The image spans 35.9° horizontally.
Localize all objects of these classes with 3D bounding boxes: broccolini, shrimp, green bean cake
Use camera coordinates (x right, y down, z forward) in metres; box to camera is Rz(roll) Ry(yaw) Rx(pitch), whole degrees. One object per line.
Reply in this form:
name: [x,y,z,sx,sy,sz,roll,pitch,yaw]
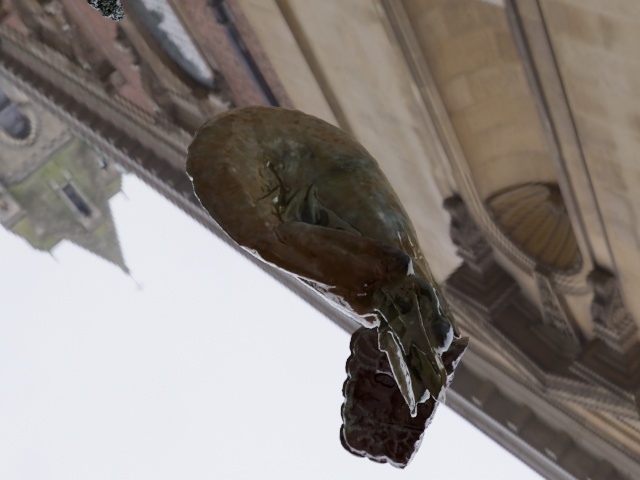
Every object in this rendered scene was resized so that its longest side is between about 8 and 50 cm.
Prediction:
broccolini: [-0.251,-0.289,1.078,0.052,0.054,0.194,1,-150,-26]
shrimp: [0.000,0.000,0.752,0.168,0.077,0.317,-7,-133,-28]
green bean cake: [0.132,0.251,1.598,0.198,0.097,0.233,12,-84,25]
